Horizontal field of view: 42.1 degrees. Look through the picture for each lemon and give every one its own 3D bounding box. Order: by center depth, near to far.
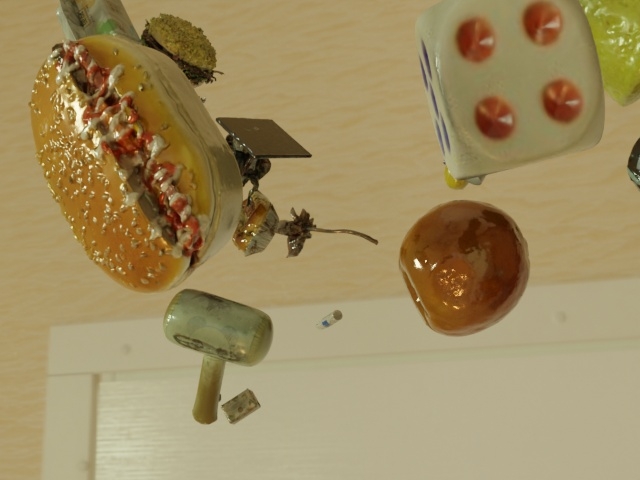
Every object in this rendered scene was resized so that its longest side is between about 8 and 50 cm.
[{"bbox_3d":[0.410,-0.203,2.483,0.082,0.082,0.110,-68,-21,-59],"label":"lemon"}]

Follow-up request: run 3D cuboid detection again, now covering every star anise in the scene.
[{"bbox_3d":[0.000,0.000,2.187,0.218,0.227,0.148,-6,-73,-31],"label":"star anise"}]

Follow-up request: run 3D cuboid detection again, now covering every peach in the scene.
[{"bbox_3d":[0.354,0.058,2.010,0.343,0.302,0.343,157,90,-86],"label":"peach"}]

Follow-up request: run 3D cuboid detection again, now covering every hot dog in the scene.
[{"bbox_3d":[-0.146,-0.045,1.812,0.131,0.069,0.252,-58,17,10],"label":"hot dog"}]

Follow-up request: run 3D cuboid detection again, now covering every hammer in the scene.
[{"bbox_3d":[-0.201,0.239,1.569,0.113,0.202,0.305,-55,-20,-54],"label":"hammer"}]

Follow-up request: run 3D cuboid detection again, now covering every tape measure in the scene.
[{"bbox_3d":[0.881,-0.200,2.134,0.181,0.182,0.107,31,-172,-36],"label":"tape measure"}]

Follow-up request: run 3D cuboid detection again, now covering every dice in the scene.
[{"bbox_3d":[0.330,-0.281,1.485,0.304,0.277,0.304,-56,-47,-87],"label":"dice"}]

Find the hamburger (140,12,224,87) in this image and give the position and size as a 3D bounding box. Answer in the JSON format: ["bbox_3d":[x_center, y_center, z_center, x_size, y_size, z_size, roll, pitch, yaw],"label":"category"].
[{"bbox_3d":[-0.384,-0.529,2.318,0.262,0.138,0.243,35,-159,-12],"label":"hamburger"}]

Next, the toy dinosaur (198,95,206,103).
[{"bbox_3d":[-0.396,-0.409,2.500,0.209,0.039,0.082,-38,-55,-59],"label":"toy dinosaur"}]

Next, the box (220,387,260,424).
[{"bbox_3d":[-0.221,0.462,2.309,0.062,0.098,0.045,55,180,23],"label":"box"}]

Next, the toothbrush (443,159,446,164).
[{"bbox_3d":[0.403,-0.313,2.386,0.021,0.027,0.269,38,-124,-14],"label":"toothbrush"}]

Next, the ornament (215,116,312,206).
[{"bbox_3d":[-0.155,-0.144,1.755,0.153,0.166,0.196,-4,-51,-44],"label":"ornament"}]

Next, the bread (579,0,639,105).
[{"bbox_3d":[0.769,-0.539,2.084,0.348,0.308,0.348,-50,-16,-20],"label":"bread"}]

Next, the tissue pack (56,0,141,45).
[{"bbox_3d":[-0.595,-0.560,2.152,0.145,0.159,0.229,16,-140,-56],"label":"tissue pack"}]

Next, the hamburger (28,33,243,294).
[{"bbox_3d":[-0.218,-0.085,0.927,0.295,0.227,0.151,55,-142,6],"label":"hamburger"}]

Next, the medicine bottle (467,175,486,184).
[{"bbox_3d":[0.404,-0.270,1.771,0.352,0.110,0.110,-58,-29,-16],"label":"medicine bottle"}]

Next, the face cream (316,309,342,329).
[{"bbox_3d":[0.024,0.244,2.521,0.130,0.034,0.034,-38,46,56],"label":"face cream"}]
